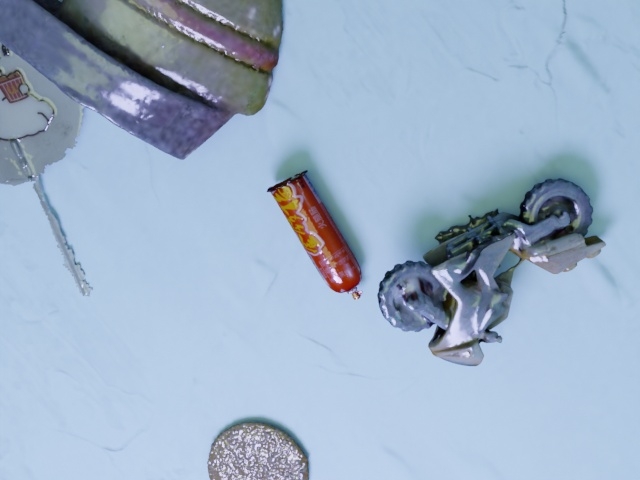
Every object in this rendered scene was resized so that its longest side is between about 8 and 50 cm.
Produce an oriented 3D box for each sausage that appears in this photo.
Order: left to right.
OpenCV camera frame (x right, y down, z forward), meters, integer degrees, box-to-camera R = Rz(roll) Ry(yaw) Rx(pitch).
[{"bbox_3d":[0.000,0.000,1.086,0.050,0.048,0.145,-27,99,21],"label":"sausage"}]

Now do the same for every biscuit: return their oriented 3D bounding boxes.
[{"bbox_3d":[-0.070,0.256,1.176,0.120,0.015,0.120,3,104,11],"label":"biscuit"}]

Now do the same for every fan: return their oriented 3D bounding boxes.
[{"bbox_3d":[-0.316,-0.085,1.131,0.190,0.009,0.329,-17,104,12],"label":"fan"}]

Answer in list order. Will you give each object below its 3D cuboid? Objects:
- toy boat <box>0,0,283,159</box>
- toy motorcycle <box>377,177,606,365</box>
[{"bbox_3d":[-0.155,-0.226,1.032,0.293,0.111,0.276,-39,100,8],"label":"toy boat"},{"bbox_3d":[0.174,0.038,1.043,0.229,0.094,0.130,-30,101,3],"label":"toy motorcycle"}]
